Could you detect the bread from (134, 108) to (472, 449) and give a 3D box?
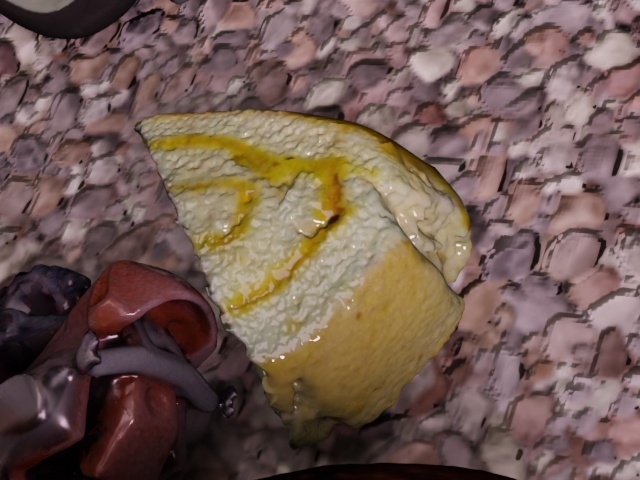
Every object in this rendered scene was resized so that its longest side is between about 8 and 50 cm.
[{"bbox_3d":[-0.001,-0.005,0.680,0.110,0.103,0.156,-32,51,1],"label":"bread"}]

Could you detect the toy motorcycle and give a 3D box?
[{"bbox_3d":[-0.087,0.094,0.659,0.118,0.084,0.212,-27,57,27],"label":"toy motorcycle"}]

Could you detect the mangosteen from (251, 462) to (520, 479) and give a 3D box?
[{"bbox_3d":[0.012,0.214,0.401,0.330,0.330,0.330,-14,54,20],"label":"mangosteen"}]

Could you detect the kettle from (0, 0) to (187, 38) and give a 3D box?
[{"bbox_3d":[-0.124,-0.226,0.869,0.255,0.165,0.240,21,99,37],"label":"kettle"}]
